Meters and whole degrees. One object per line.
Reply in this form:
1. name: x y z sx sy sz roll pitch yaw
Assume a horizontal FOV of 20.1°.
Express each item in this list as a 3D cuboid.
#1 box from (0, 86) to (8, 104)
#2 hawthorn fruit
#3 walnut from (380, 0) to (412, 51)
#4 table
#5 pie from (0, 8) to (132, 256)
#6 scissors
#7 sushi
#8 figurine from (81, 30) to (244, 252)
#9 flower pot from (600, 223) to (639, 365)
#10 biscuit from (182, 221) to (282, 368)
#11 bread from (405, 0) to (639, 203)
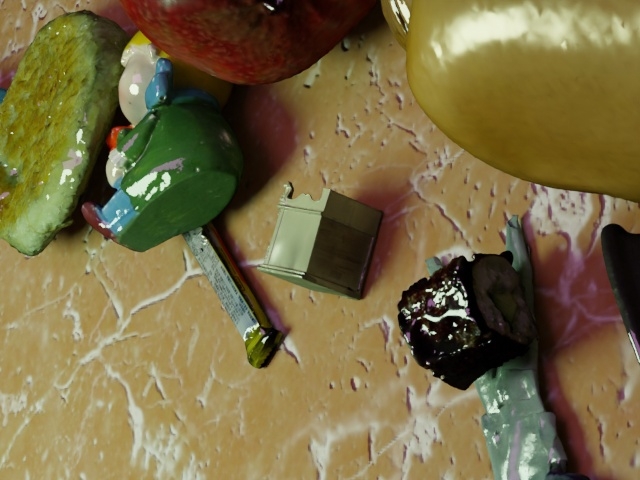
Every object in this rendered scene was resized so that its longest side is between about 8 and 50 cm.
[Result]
1. box: -0.437 -0.100 2.076 0.232 0.083 0.142 0 76 45
2. hawthorn fruit: -0.082 -0.288 1.653 0.265 0.265 0.307 -62 36 10
3. walnut: 0.125 -0.232 1.484 0.167 0.167 0.207 -10 67 44
4. table: 0.000 0.000 1.588 0.062 0.079 0.083 11 82 45
5. pie: -0.272 -0.117 1.886 0.277 0.078 0.277 -34 47 46
6. scissors: 0.153 0.155 1.411 0.256 0.029 0.383 -37 51 34
7. sushi: 0.113 0.056 1.410 0.084 0.094 0.098 -36 54 31
8. figurine: -0.158 -0.117 1.759 0.185 0.127 0.234 -38 55 30
9. flower pot: 0.296 0.071 1.181 0.148 0.235 0.235 -24 58 17
10. biscuit: -0.109 0.010 1.737 0.048 0.026 0.292 -54 44 23
11. bread: 0.267 -0.152 1.189 0.376 0.348 0.253 6 121 42
